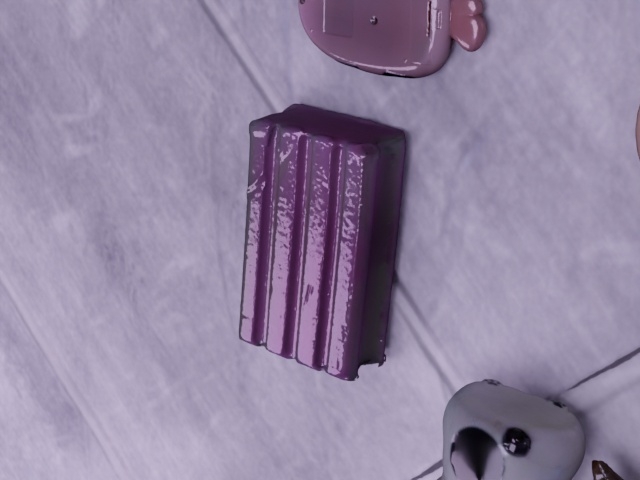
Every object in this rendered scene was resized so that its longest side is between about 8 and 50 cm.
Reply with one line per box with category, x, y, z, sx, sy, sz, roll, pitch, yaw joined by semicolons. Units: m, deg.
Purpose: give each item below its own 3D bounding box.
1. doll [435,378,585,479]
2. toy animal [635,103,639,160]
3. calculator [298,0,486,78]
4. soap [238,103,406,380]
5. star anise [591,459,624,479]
doll;0.135;0.196;1.145;0.110;0.107;0.180;17;122;7
toy animal;0.307;-0.100;0.872;0.221;0.210;0.229;14;149;26
calculator;0.052;-0.177;1.132;0.166;0.024;0.103;13;112;33
soap;0.000;0.000;1.199;0.122;0.065;0.203;18;115;30
star anise;0.270;0.307;1.084;0.292;0.109;0.349;42;124;11
